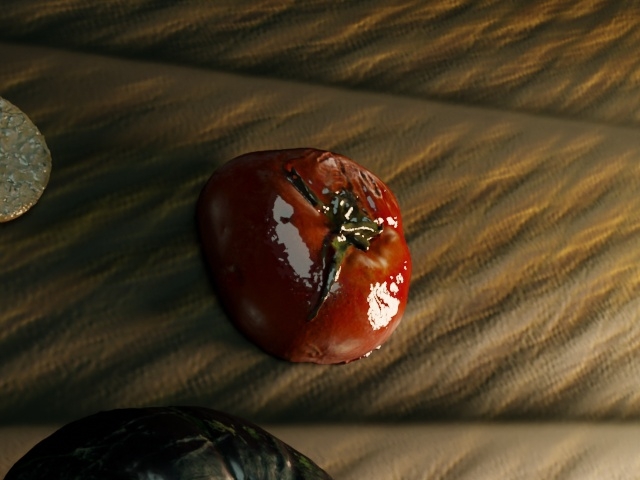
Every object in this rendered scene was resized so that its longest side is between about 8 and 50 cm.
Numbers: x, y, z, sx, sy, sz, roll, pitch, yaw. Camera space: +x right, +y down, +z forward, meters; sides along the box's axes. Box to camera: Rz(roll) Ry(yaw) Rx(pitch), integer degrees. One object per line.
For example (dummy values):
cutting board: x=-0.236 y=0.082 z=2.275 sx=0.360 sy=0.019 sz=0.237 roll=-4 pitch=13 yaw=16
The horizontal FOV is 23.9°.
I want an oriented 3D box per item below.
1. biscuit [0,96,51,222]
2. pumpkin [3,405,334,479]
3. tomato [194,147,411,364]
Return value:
biscuit: x=-0.304 y=-0.075 z=1.304 sx=0.152 sy=0.020 sz=0.152 roll=17 pitch=50 yaw=-22
pumpkin: x=-0.107 y=0.265 z=1.027 sx=0.315 sy=0.238 sz=0.315 roll=16 pitch=64 yaw=-36
tomato: x=0.000 y=-0.003 z=1.403 sx=0.228 sy=0.101 sz=0.228 roll=21 pitch=46 yaw=-24
